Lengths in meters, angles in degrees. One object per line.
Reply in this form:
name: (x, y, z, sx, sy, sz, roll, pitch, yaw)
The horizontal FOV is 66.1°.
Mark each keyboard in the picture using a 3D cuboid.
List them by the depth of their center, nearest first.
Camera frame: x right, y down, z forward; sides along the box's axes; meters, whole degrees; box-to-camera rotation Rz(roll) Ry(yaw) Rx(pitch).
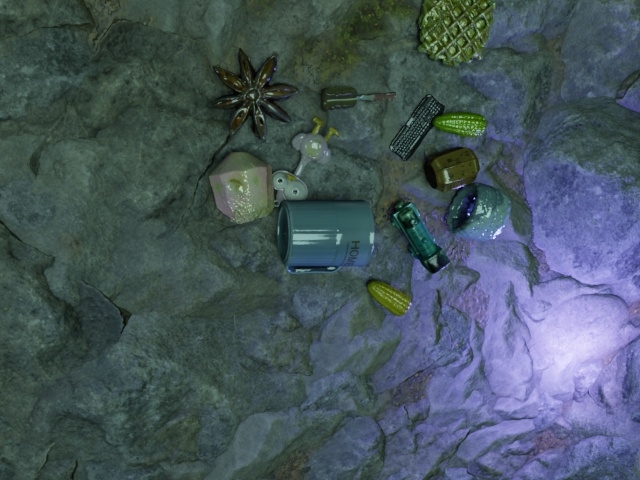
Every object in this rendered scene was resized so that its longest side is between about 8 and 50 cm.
keyboard: (0.379, -0.442, 1.931, 0.106, 0.016, 0.262, 34, 98, -18)

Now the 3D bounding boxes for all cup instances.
cup: (0.000, -0.021, 1.872, 0.311, 0.331, 0.257, 0, 78, -17)

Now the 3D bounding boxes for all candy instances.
candy: (0.537, -0.456, 1.920, 0.209, 0.097, 0.097, 3, 106, -9)
candy: (0.280, 0.233, 2.077, 0.199, 0.094, 0.106, 35, 133, -11)

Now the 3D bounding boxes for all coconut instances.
coconut: (-0.278, -0.199, 1.769, 0.233, 0.233, 0.245, -11, 111, -8)

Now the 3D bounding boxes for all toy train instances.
toy train: (0.392, -0.018, 1.969, 0.120, 0.194, 0.298, -34, 109, 2)

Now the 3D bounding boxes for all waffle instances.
waffle: (0.503, -0.810, 1.814, 0.297, 0.073, 0.317, 4, 106, -12)

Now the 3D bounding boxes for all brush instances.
brush: (0.145, -0.536, 1.840, 0.301, 0.071, 0.084, -9, 124, -17)

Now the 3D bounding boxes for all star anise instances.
star anise: (-0.240, -0.508, 1.739, 0.331, 0.117, 0.332, -1, 101, -4)

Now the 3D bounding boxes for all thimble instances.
thimble: (0.635, -0.107, 1.982, 0.171, 0.205, 0.250, 16, 127, -16)

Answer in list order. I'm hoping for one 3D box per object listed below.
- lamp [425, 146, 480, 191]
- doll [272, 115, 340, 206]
lamp: (0.518, -0.281, 1.937, 0.185, 0.161, 0.161, -19, 109, -7)
doll: (-0.073, -0.280, 1.851, 0.160, 0.094, 0.365, 31, 98, -15)
